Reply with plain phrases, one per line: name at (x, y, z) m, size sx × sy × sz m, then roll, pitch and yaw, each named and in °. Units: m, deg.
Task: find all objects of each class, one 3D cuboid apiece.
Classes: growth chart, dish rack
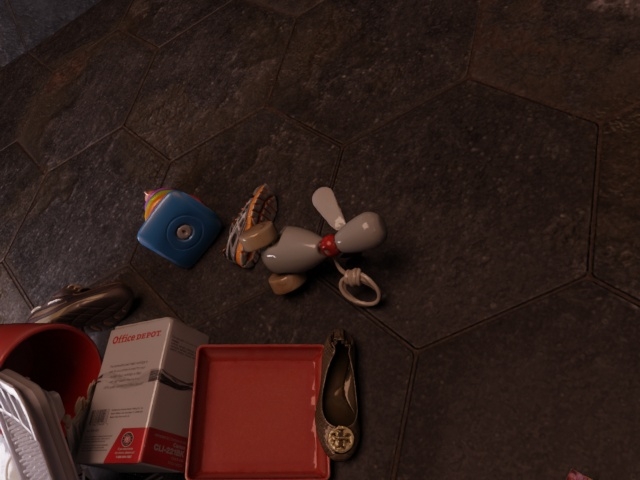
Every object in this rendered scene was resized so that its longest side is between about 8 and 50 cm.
growth chart at (-0.461, 0.358, 1.253) m, size 0.021 × 0.172 × 0.237 m, roll 4°, pitch 18°, yaw 6°
dish rack at (-0.528, 0.397, 1.149) m, size 0.285 × 0.072 × 0.333 m, roll -1°, pitch 106°, yaw 47°

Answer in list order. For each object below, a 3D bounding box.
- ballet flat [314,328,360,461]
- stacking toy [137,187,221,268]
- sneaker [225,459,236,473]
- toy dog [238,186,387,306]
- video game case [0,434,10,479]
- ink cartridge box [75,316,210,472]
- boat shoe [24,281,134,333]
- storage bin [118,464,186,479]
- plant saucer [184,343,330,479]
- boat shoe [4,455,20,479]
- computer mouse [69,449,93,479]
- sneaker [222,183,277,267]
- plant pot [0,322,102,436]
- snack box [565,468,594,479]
ballet flat at (0.036, 0.280, 1.130) m, size 0.084 × 0.058 × 0.250 m, roll 7°, pitch 58°, yaw -5°
stacking toy at (-0.397, -0.073, 1.576) m, size 0.166 × 0.175 × 0.302 m, roll -53°, pitch 36°, yaw 0°
sneaker at (-0.197, 0.414, 1.188) m, size 0.108 × 0.100 × 0.271 m, roll -30°, pitch 55°, yaw -3°
toy dog at (0.000, 0.000, 1.274) m, size 0.333 × 0.220 × 0.161 m, roll 5°, pitch 33°, yaw 25°
video game case at (-0.717, 0.489, 1.489) m, size 0.183 × 0.023 × 0.201 m, roll -29°, pitch 51°, yaw 13°
ink cartridge box at (-0.345, 0.306, 1.193) m, size 0.197 × 0.114 × 0.273 m, roll -14°, pitch 57°, yaw 34°
boat shoe at (-0.639, 0.173, 1.563) m, size 0.355 × 0.132 × 0.130 m, roll -23°, pitch 53°, yaw 16°
storage bin at (-0.355, 0.427, 1.271) m, size 0.122 × 0.084 × 0.180 m, roll -33°, pitch 50°, yaw 10°
plant saucer at (-0.114, 0.327, 1.152) m, size 0.258 × 0.048 × 0.259 m, roll 0°, pitch 58°, yaw -3°
boat shoe at (-0.590, 0.602, 1.295) m, size 0.116 × 0.099 × 0.319 m, roll -27°, pitch 63°, yaw 3°
computer mouse at (-0.533, 0.542, 1.337) m, size 0.106 × 0.042 × 0.193 m, roll -31°, pitch 45°, yaw 6°
sneaker at (-0.173, -0.041, 1.448) m, size 0.083 × 0.084 × 0.215 m, roll 6°, pitch 66°, yaw 38°
plant pot at (-0.689, 0.309, 1.395) m, size 0.243 × 0.275 × 0.275 m, roll 6°, pitch 65°, yaw 34°
snack box at (0.406, 0.444, 0.817) m, size 0.207 × 0.070 × 0.174 m, roll 22°, pitch 74°, yaw 36°
